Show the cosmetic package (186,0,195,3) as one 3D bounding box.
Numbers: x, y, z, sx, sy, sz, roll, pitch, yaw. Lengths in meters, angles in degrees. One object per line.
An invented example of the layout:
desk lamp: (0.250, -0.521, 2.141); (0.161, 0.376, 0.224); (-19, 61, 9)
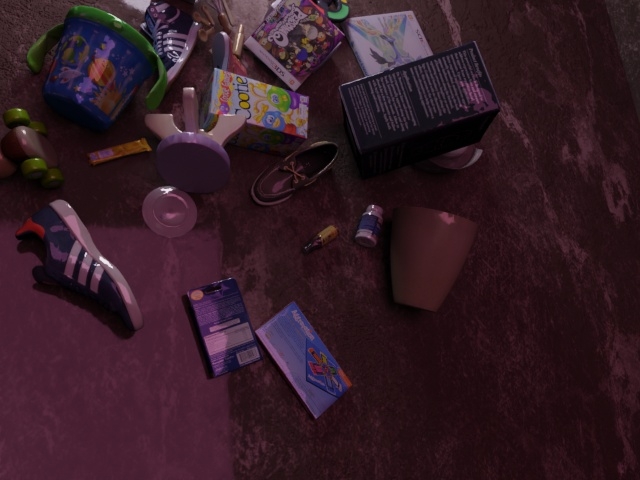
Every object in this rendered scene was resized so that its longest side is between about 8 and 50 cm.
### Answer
cosmetic package: (-0.374, -0.793, 1.530); (0.127, 0.238, 0.107); (17, 69, -25)

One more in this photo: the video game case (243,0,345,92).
video game case: (-0.079, -0.608, 1.662); (0.210, 0.042, 0.232); (43, 95, -10)

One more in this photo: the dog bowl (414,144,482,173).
dog bowl: (0.395, -0.387, 1.872); (0.349, 0.102, 0.348); (8, 70, -24)

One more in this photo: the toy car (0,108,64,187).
toy car: (-0.713, -0.181, 1.240); (0.189, 0.149, 0.155); (-23, 81, -2)

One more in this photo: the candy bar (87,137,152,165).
candy bar: (-0.515, -0.227, 1.396); (0.162, 0.018, 0.040); (-24, 82, -31)

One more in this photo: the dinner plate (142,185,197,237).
dinner plate: (-0.388, -0.077, 1.415); (0.141, 0.017, 0.141); (8, 71, -24)

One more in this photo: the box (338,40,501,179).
box: (0.274, -0.363, 1.594); (0.396, 0.293, 0.211); (-17, 81, 2)

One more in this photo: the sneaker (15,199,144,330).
sneaker: (-0.543, 0.084, 1.227); (0.148, 0.131, 0.350); (-37, 87, -25)

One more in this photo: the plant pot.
plant pot: (0.309, 0.066, 1.619); (0.257, 0.256, 0.273); (17, 84, -22)

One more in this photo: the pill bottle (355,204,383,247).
pill bottle: (0.151, -0.045, 1.652); (0.067, 0.067, 0.120); (28, 63, -17)

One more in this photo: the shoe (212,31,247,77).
shoe: (-0.256, -0.503, 1.546); (0.081, 0.177, 0.063); (-24, 48, -36)

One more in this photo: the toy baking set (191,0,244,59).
toy baking set: (-0.285, -0.631, 1.588); (0.197, 0.030, 0.256); (43, 49, -50)

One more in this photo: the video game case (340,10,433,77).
video game case: (0.264, -0.662, 1.932); (0.329, 0.036, 0.299); (-21, 84, -31)

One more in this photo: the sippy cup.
sippy cup: (-0.548, -0.400, 1.329); (0.240, 0.306, 0.223); (36, 69, -45)

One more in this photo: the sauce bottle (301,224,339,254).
sauce bottle: (0.000, 0.000, 1.576); (0.128, 0.042, 0.042); (-37, 92, -30)

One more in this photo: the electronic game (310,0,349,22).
electronic game: (0.000, -0.815, 1.816); (0.229, 0.048, 0.229); (19, 53, -27)

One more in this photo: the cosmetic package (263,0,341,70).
cosmetic package: (-0.057, -0.664, 1.739); (0.231, 0.085, 0.117); (43, 60, -8)

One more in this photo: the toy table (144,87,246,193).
toy table: (-0.312, -0.244, 1.364); (0.252, 0.274, 0.160); (3, 69, -16)

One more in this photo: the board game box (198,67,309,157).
board game box: (-0.188, -0.349, 1.532); (0.276, 0.144, 0.141); (11, 70, -24)

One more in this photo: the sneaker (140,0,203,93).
sneaker: (-0.433, -0.535, 1.491); (0.153, 0.099, 0.282); (28, 56, -22)

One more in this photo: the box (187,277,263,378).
box: (-0.244, 0.217, 1.379); (0.137, 0.036, 0.225); (-15, 82, -31)

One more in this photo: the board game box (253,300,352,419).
board game box: (-0.047, 0.316, 1.455); (0.145, 0.027, 0.281); (-35, 91, -30)

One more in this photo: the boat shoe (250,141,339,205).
boat shoe: (-0.069, -0.201, 1.575); (0.305, 0.091, 0.109); (-35, 91, -32)
